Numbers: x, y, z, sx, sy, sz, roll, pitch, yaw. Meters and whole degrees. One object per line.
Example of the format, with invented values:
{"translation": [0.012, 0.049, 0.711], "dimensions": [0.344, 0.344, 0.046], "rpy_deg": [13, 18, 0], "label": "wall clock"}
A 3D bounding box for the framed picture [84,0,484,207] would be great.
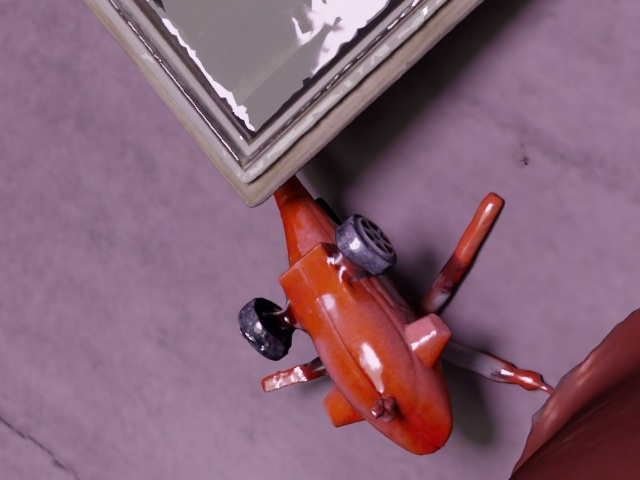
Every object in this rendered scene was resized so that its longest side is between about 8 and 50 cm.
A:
{"translation": [0.005, -0.191, 0.699], "dimensions": [0.296, 0.019, 0.232], "rpy_deg": [-43, 79, 18], "label": "framed picture"}

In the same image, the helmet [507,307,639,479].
{"translation": [0.135, 0.192, 0.585], "dimensions": [0.337, 0.230, 0.385], "rpy_deg": [26, 112, 31], "label": "helmet"}

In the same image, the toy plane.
{"translation": [0.006, -0.004, 0.752], "dimensions": [0.126, 0.077, 0.194], "rpy_deg": [-20, 74, 27], "label": "toy plane"}
